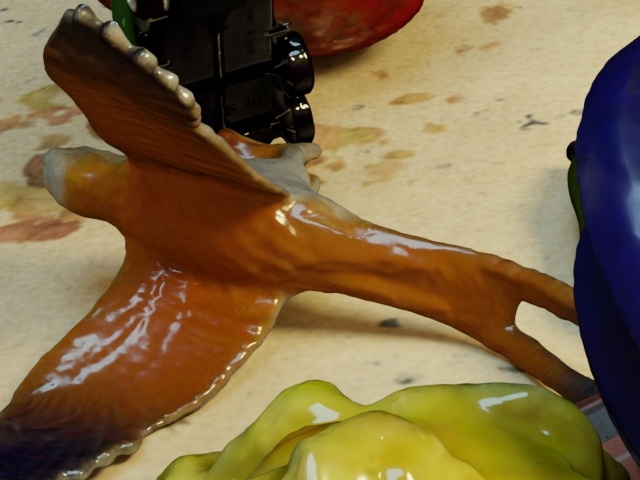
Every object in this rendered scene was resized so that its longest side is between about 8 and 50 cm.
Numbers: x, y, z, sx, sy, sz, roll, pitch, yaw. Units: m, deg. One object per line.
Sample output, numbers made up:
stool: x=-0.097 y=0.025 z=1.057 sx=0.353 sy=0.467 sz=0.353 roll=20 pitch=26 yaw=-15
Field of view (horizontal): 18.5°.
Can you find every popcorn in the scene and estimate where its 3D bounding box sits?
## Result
popcorn: x=0.019 y=0.145 z=0.620 sx=0.226 sy=0.200 sz=0.203 roll=-37 pitch=-3 yaw=-44

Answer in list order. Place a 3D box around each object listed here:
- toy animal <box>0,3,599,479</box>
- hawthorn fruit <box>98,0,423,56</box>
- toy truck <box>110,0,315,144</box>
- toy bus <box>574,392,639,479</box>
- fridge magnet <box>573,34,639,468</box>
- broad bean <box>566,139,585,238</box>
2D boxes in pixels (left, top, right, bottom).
toy animal: x=-0.003 y=-0.007 z=0.956 sx=0.284 sy=0.225 sz=0.302 roll=9 pitch=17 yaw=-3
hawthorn fruit: x=-0.043 y=-0.232 z=1.244 sx=0.258 sy=0.258 sz=0.262 roll=-29 pitch=38 yaw=-31
toy truck: x=-0.070 y=-0.131 z=1.095 sx=0.101 sy=0.242 sz=0.125 roll=-17 pitch=54 yaw=-14
toy bus: x=0.168 y=0.079 z=0.788 sx=0.235 sy=0.073 sz=0.096 roll=-24 pitch=30 yaw=-27
fridge magnet: x=0.188 y=0.034 z=0.656 sx=0.265 sy=0.112 sz=0.265 roll=26 pitch=38 yaw=-22
broad bean: x=0.157 y=-0.011 z=0.983 sx=0.070 sy=0.048 sz=0.213 roll=-12 pitch=29 yaw=-3
